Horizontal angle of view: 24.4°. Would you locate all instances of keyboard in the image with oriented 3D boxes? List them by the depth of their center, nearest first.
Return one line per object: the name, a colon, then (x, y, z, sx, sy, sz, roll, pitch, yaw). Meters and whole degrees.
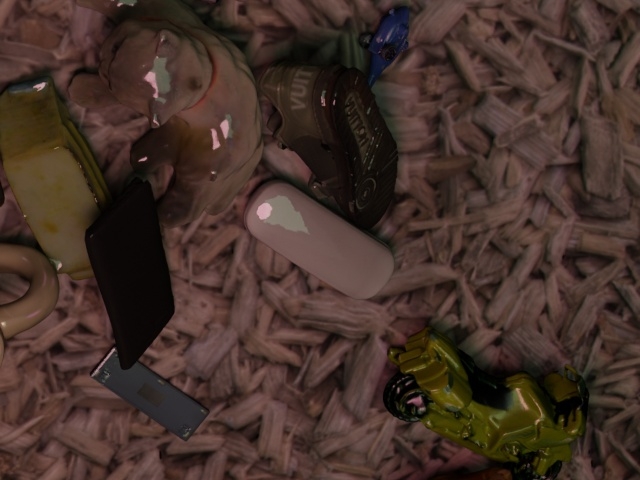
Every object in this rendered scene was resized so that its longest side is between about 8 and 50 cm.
keyboard: (-0.234, 0.211, 2.037, 0.176, 0.014, 0.055, 38, 94, -26)

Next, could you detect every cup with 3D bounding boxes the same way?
cup: (-0.463, 0.071, 1.792, 0.255, 0.202, 0.173, -40, 135, -4)

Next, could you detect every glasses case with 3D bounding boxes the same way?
glasses case: (0.000, 0.000, 2.007, 0.233, 0.059, 0.092, 31, 97, -25)

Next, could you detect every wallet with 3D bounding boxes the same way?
wallet: (-0.238, 0.047, 1.888, 0.124, 0.025, 0.244, -52, 149, -38)

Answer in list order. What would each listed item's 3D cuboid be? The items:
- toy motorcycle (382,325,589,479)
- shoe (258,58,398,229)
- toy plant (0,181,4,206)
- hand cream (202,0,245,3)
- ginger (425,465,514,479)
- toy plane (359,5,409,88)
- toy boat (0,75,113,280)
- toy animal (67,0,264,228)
toy motorcycle: (0.258, 0.236, 2.134, 0.342, 0.142, 0.206, 31, 103, -25)
shoe: (0.004, -0.135, 1.939, 0.109, 0.149, 0.293, -56, 151, -25)
toy plant: (-0.464, -0.115, 1.797, 0.143, 0.105, 0.200, -25, 97, 12)
hand cream: (-0.205, -0.348, 1.801, 0.257, 0.050, 0.084, 19, 60, -17)
ginger: (0.195, 0.484, 2.197, 0.274, 0.152, 0.357, -3, 117, -22)
toy plane: (0.079, -0.233, 1.954, 0.062, 0.054, 0.167, 14, 106, -48)
toy boat: (-0.327, -0.064, 1.857, 0.111, 0.084, 0.276, -15, 116, 6)
toy animal: (-0.174, -0.147, 1.835, 0.266, 0.188, 0.308, 4, 104, -29)
